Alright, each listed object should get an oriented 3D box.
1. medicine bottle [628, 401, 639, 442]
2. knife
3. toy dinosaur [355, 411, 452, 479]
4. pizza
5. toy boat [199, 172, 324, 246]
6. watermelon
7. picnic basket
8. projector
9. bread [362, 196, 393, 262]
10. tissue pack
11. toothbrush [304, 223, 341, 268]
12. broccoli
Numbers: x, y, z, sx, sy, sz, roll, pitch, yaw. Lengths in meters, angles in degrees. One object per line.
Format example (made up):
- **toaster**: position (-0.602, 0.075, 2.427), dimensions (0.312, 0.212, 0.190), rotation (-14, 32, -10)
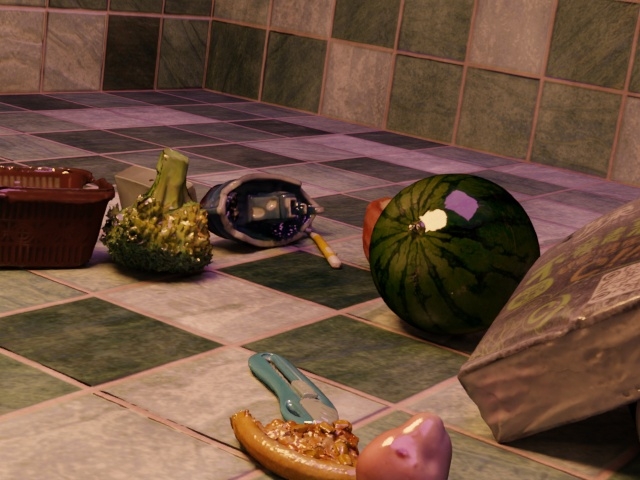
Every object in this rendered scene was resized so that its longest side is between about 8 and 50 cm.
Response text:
- **medicine bottle**: position (0.403, 0.183, 1.342), dimensions (0.078, 0.115, 0.219), rotation (11, 14, 6)
- **knife**: position (-0.034, 0.170, 1.328), dimensions (0.064, 0.031, 0.222), rotation (-2, 16, -21)
- **toy dinosaur**: position (0.071, 0.234, 0.767), dimensions (0.177, 0.194, 0.152), rotation (38, -5, 1)
- **pizza**: position (-0.005, 0.209, 1.169), dimensions (0.131, 0.041, 0.178), rotation (-1, 16, -38)
- **toy boat**: position (-0.089, -0.052, 1.998), dimensions (0.142, 0.129, 0.309), rotation (-1, 1, 33)
- **watermelon**: position (0.189, 0.019, 1.642), dimensions (0.242, 0.242, 0.242), rotation (7, 14, -2)
- **picnic basket**: position (-0.473, -0.038, 1.733), dimensions (0.297, 0.129, 0.222), rotation (1, 14, -29)
- **projector**: position (-0.267, -0.056, 1.923), dimensions (0.147, 0.115, 0.061), rotation (18, 41, 36)
- **bread**: position (0.160, 0.004, 1.934), dimensions (0.190, 0.123, 0.244), rotation (2, 14, -19)
- **tissue pack**: position (0.358, 0.068, 1.378), dimensions (0.288, 0.124, 0.394), rotation (-27, 8, 31)
- **toothbrush**: position (0.000, 0.000, 2.060), dimensions (0.021, 0.024, 0.288), rotation (6, 14, -14)
- **broccoli**: position (-0.246, -0.045, 1.759), dimensions (0.194, 0.194, 0.220), rotation (11, 8, 11)
